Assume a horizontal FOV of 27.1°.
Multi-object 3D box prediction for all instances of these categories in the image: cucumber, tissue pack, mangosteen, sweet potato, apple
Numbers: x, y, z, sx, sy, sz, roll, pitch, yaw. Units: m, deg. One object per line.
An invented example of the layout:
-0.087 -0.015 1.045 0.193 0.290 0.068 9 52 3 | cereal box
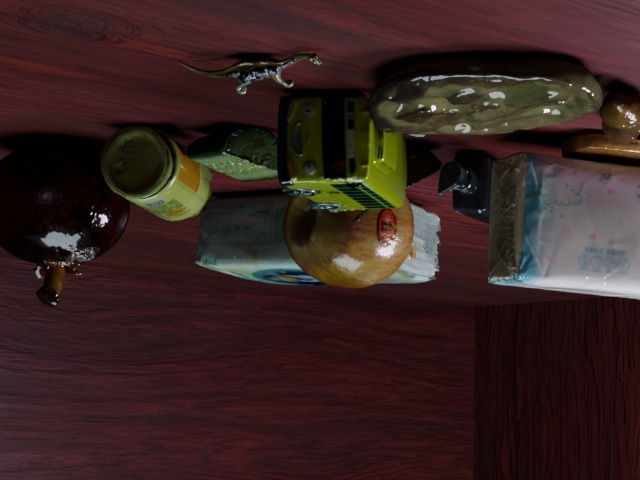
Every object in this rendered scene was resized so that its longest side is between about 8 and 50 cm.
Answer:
-0.123 -0.133 1.977 0.116 0.062 0.115 24 158 -38 | cucumber
0.000 0.000 2.552 0.388 0.162 0.287 -2 171 28 | tissue pack
-0.419 -0.022 2.114 0.235 0.261 0.235 1 170 0 | mangosteen
0.396 -0.158 1.721 0.065 0.051 0.218 -4 172 13 | sweet potato
0.391 -0.019 1.974 0.271 0.201 0.124 5 179 -18 | tissue pack
0.047 -0.025 2.184 0.188 0.211 0.211 1 173 -30 | apple

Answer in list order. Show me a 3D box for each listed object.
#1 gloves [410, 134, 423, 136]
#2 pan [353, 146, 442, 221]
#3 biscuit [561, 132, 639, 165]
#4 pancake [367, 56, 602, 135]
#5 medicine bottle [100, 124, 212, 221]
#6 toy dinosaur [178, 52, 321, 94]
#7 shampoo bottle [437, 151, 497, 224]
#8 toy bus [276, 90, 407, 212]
0.131 -0.162 1.828 0.044 0.037 0.081 39 172 -6 | gloves
0.112 -0.097 2.008 0.128 0.048 0.202 -24 -170 16 | pan
0.437 -0.130 1.991 0.142 0.029 0.220 -5 169 41 | biscuit
0.201 -0.176 1.648 0.294 0.049 0.294 -2 171 0 | pancake
-0.245 -0.100 2.051 0.124 0.124 0.239 0 173 10 | medicine bottle
-0.079 -0.200 1.584 0.180 0.037 0.058 -8 146 17 | toy dinosaur
0.271 -0.081 2.138 0.071 0.098 0.309 3 173 29 | shampoo bottle
0.034 -0.117 1.823 0.150 0.128 0.262 -1 173 15 | toy bus
